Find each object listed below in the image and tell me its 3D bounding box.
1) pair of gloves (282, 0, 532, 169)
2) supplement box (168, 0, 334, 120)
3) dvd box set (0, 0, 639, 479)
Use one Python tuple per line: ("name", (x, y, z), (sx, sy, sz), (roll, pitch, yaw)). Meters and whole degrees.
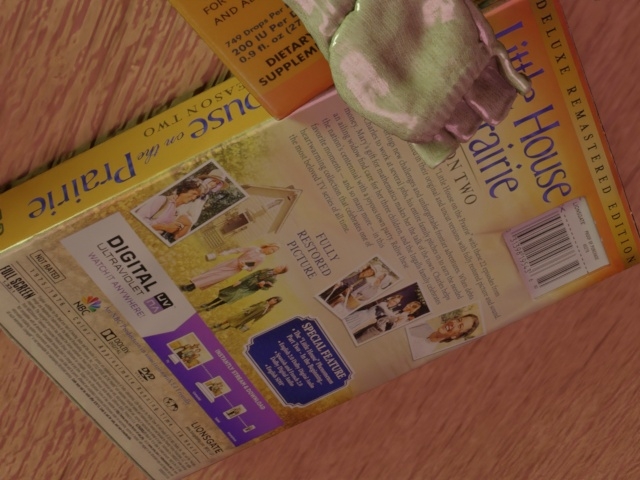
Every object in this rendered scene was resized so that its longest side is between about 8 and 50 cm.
("pair of gloves", (0.084, -0.173, 0.803), (0.240, 0.042, 0.204), (-47, 120, -12))
("supplement box", (-0.064, -0.172, 0.804), (0.078, 0.080, 0.233), (-33, 134, 11))
("dvd box set", (0.000, 0.000, 1.010), (0.420, 0.062, 0.308), (-26, 138, 6))
